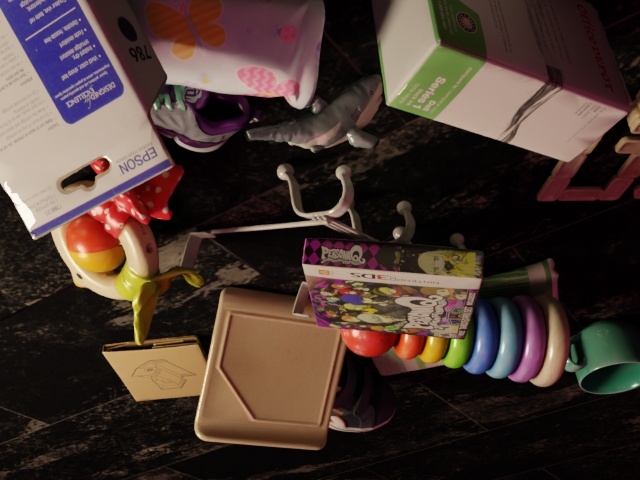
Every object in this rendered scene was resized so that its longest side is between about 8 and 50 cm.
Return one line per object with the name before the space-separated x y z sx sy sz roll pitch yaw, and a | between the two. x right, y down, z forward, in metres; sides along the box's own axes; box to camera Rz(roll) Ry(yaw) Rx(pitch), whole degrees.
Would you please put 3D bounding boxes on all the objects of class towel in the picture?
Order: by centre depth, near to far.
towel | 0.231 0.134 1.343 0.325 0.038 0.248 -13 144 9

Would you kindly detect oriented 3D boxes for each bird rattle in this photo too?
bird rattle | -0.261 0.001 1.007 0.207 0.143 0.253 6 130 30

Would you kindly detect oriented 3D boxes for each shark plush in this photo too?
shark plush | -0.007 -0.141 0.901 0.161 0.073 0.067 -9 131 -9

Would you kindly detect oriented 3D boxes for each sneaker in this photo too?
sneaker | -0.172 -0.158 0.835 0.224 0.083 0.098 12 164 -38
sneaker | 0.024 0.251 1.419 0.321 0.126 0.127 20 144 -28

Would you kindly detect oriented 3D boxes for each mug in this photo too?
mug | 0.500 0.193 1.417 0.129 0.097 0.158 -26 139 29

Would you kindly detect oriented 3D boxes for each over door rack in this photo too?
over door rack | 0.000 0.000 1.092 0.239 0.108 0.324 26 149 -36

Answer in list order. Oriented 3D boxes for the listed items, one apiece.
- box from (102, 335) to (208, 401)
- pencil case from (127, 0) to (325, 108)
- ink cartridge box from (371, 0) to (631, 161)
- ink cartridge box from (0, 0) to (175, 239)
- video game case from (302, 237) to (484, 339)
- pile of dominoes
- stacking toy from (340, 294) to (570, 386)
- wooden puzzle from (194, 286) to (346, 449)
box | -0.278 0.231 1.446 0.164 0.021 0.201 -6 146 2
pencil case | -0.130 -0.199 0.770 0.273 0.113 0.124 6 -174 -16
ink cartridge box | 0.171 -0.183 0.784 0.219 0.160 0.092 14 142 -24
ink cartridge box | -0.244 -0.181 0.655 0.165 0.065 0.332 -22 99 23
video game case | 0.091 0.066 1.035 0.210 0.041 0.232 5 156 6
pile of dominoes | 0.402 -0.128 1.020 0.196 0.040 0.251 0 153 -7
stacking toy | 0.192 0.142 1.217 0.330 0.141 0.141 4 144 -6
wooden puzzle | -0.074 0.203 1.283 0.221 0.238 0.044 10 -178 -21
